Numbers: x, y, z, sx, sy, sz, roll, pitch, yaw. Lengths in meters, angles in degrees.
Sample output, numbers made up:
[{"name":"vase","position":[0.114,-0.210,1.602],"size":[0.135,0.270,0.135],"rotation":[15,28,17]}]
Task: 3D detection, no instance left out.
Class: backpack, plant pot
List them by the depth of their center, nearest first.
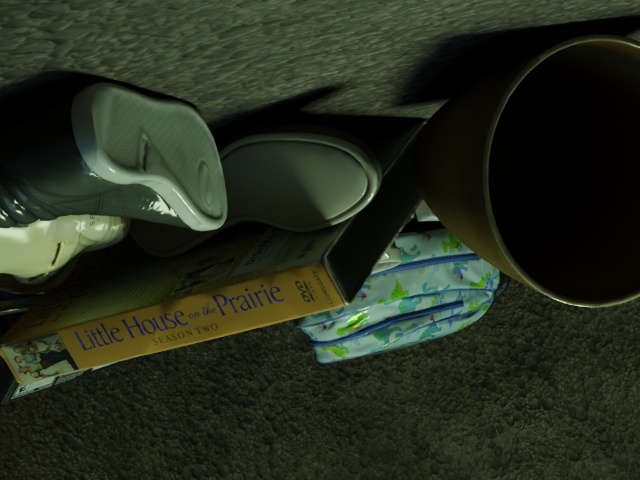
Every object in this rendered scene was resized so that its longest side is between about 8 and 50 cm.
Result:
[{"name":"plant pot","position":[0.197,-0.069,1.457],"size":[0.237,0.237,0.254],"rotation":[-9,-172,-22]},{"name":"backpack","position":[0.105,0.070,2.501],"size":[0.290,0.273,0.355],"rotation":[-8,165,38]}]

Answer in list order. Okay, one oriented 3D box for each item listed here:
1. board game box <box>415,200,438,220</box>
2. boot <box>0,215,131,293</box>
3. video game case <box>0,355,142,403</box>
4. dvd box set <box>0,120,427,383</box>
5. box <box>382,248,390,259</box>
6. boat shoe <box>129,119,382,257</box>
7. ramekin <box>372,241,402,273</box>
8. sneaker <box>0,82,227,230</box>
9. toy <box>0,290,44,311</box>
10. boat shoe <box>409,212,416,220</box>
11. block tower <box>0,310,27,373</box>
[{"name":"board game box","position":[0.130,-0.068,1.825],"size":[0.020,0.090,0.090],"rotation":[-19,171,29]},{"name":"boot","position":[-0.334,0.002,1.550],"size":[0.203,0.095,0.262],"rotation":[-8,171,-38]},{"name":"video game case","position":[-0.308,0.110,2.185],"size":[0.275,0.035,0.248],"rotation":[-17,150,-48]},{"name":"dvd box set","position":[-0.103,0.013,1.641],"size":[0.420,0.062,0.307],"rotation":[-15,-159,30]},{"name":"box","position":[0.020,-0.029,1.802],"size":[0.101,0.087,0.102],"rotation":[-14,134,24]},{"name":"boat shoe","position":[-0.061,-0.063,1.517],"size":[0.335,0.112,0.095],"rotation":[-13,-156,42]},{"name":"ramekin","position":[0.000,0.000,2.126],"size":[0.207,0.109,0.207],"rotation":[-12,173,-1]},{"name":"sneaker","position":[-0.185,-0.058,1.290],"size":[0.147,0.104,0.296],"rotation":[-12,168,18]},{"name":"toy","position":[-0.460,0.076,2.202],"size":[0.237,0.056,0.137],"rotation":[-11,180,44]},{"name":"boat shoe","position":[0.099,-0.059,1.931],"size":[0.073,0.073,0.207],"rotation":[-12,175,17]},{"name":"block tower","position":[-0.470,0.154,2.218],"size":[0.091,0.097,0.335],"rotation":[-10,-179,34]}]
